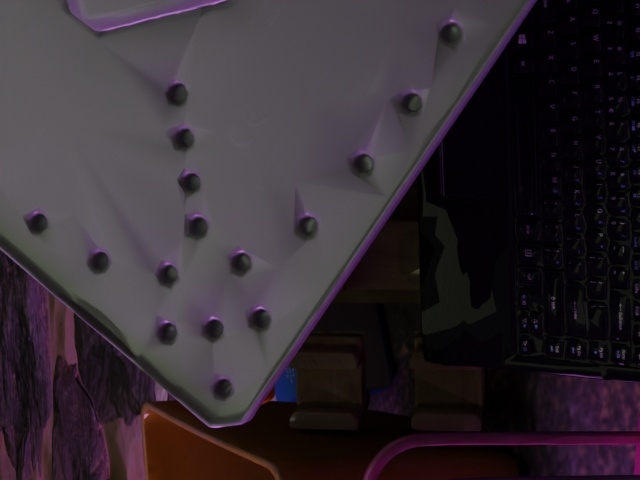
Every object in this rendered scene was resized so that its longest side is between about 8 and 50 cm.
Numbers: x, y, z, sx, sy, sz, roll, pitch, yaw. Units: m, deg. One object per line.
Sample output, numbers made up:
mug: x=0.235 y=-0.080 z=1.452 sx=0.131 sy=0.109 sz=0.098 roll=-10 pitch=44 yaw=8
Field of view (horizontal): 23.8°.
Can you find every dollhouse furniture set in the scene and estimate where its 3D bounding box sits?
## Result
dollhouse furniture set: x=0.000 y=0.000 z=0.995 sx=0.161 sy=0.242 sz=0.212 roll=-42 pitch=-47 yaw=-79

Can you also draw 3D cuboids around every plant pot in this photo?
plant pot: x=0.015 y=0.210 z=0.985 sx=0.212 sy=0.187 sz=0.212 roll=10 pitch=105 yaw=61

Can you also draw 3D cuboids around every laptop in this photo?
laptop: x=0.129 y=-0.030 z=0.770 sx=0.264 sy=0.136 sz=0.234 roll=3 pitch=99 yaw=35

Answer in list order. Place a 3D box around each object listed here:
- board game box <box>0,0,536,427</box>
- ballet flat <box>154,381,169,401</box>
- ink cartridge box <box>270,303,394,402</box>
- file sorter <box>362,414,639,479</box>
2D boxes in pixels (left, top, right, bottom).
board game box: x=-0.079 y=-0.169 z=0.797 sx=0.390 sy=0.050 sz=0.390 roll=38 pitch=105 yaw=17
ballet flat: x=-0.104 y=0.161 z=1.327 sx=0.091 sy=0.077 sz=0.241 roll=-26 pitch=72 yaw=60
ink cartridge box: x=-0.031 y=0.064 z=1.170 sx=0.190 sy=0.082 sz=0.140 roll=-29 pitch=69 yaw=58
file sorter: x=0.128 y=0.222 z=0.700 sx=0.291 sy=0.182 sz=0.202 roll=-131 pitch=42 yaw=-75
